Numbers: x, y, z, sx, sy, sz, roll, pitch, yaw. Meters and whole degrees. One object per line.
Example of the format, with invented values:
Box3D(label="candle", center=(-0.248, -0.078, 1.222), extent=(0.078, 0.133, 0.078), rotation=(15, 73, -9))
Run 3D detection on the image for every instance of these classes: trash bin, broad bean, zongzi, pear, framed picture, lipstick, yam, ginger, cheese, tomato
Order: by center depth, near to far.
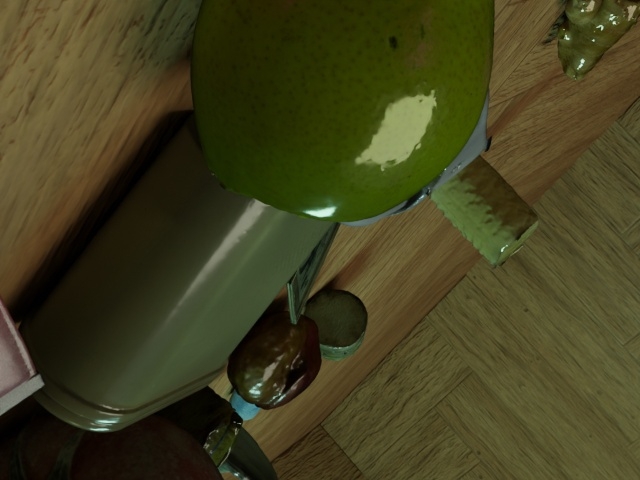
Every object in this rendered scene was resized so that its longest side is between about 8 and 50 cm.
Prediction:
Box3D(label="pear", center=(0.020, -0.121, 0.591), extent=(0.220, 0.187, 0.187), rotation=(-67, 162, 13))
Box3D(label="trash bin", center=(-0.102, 0.017, 0.823), extent=(0.247, 0.121, 0.243), rotation=(-51, 166, 22))
Box3D(label="tomato", center=(-0.231, 0.322, 1.008), extent=(0.316, 0.317, 0.282), rotation=(-41, 147, -6))
Box3D(label="framed picture", center=(0.000, 0.000, 1.174), extent=(0.231, 0.010, 0.173), rotation=(89, 25, -75))
Box3D(label="zongzi", center=(-0.271, 0.289, 1.295), extent=(0.286, 0.138, 0.300), rotation=(-54, 140, 3))
Box3D(label="ginger", center=(0.368, -0.291, 1.318), extent=(0.115, 0.081, 0.205), rotation=(-39, 166, -5))
Box3D(label="broad bean", center=(-0.064, 0.178, 1.507), extent=(0.156, 0.122, 0.228), rotation=(-39, 172, -2))
Box3D(label="cheese", center=(0.267, -0.053, 1.636), extent=(0.093, 0.167, 0.123), rotation=(-32, 162, -32))
Box3D(label="lipstick", center=(-0.104, 0.239, 1.736), extent=(0.068, 0.061, 0.274), rotation=(-33, 166, -30))
Box3D(label="yam", center=(0.025, 0.151, 1.737), extent=(0.107, 0.107, 0.194), rotation=(-40, 169, -9))

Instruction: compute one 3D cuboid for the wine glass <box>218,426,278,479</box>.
Box3D(label="wine glass", center=(-0.272, 0.447, 1.542), extent=(0.406, 0.267, 0.267), rotation=(-48, 168, 3))

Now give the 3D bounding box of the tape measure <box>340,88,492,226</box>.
Box3D(label="tape measure", center=(0.073, -0.099, 0.968), extent=(0.197, 0.120, 0.236), rotation=(-39, 164, -5))

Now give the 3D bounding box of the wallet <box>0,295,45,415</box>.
Box3D(label="wallet", center=(-0.291, 0.110, 0.621), extent=(0.232, 0.025, 0.119), rotation=(-36, 129, -29))
